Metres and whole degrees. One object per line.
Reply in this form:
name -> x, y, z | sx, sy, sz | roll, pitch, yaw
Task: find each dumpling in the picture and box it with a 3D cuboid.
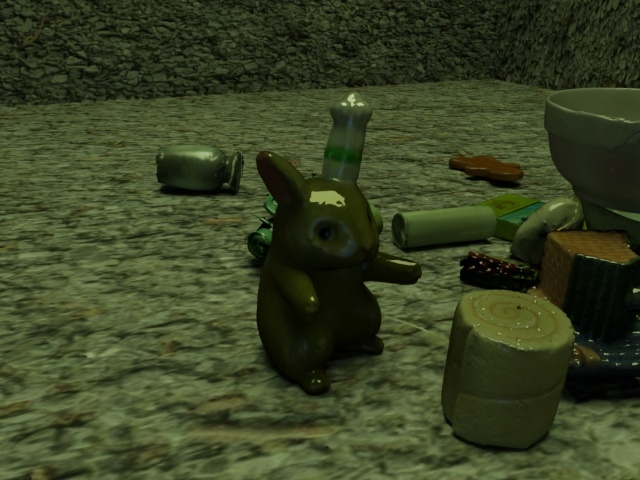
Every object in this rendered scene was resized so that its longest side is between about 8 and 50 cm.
dumpling -> 0.429, -0.023, 1.251 | 0.092, 0.177, 0.150 | 39, 61, 23

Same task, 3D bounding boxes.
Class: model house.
model house -> 0.365, 0.094, 0.885 | 0.166, 0.183, 0.172 | 1, 18, 1

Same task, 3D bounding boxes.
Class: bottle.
bottle -> 0.246, -0.029, 1.357 | 0.201, 0.072, 0.072 | -5, 22, -19

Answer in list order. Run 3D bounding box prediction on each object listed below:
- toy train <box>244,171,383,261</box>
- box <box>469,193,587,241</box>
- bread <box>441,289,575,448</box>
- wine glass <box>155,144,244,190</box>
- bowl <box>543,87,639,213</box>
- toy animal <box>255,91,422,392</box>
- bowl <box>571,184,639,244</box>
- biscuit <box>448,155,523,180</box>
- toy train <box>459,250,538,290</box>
toy train -> -0.008, -0.013, 1.277 | 0.189, 0.126, 0.307 | 42, 33, 11
box -> 0.480, -0.027, 1.406 | 0.187, 0.047, 0.335 | -18, 28, -41
bread -> 0.216, 0.147, 0.799 | 0.133, 0.141, 0.148 | 8, 23, 7
wine glass -> -0.293, -0.175, 1.650 | 0.204, 0.111, 0.111 | 6, 21, -2
bowl -> 0.464, -0.128, 0.985 | 0.286, 0.144, 0.287 | 1, 21, -1
toy animal -> 0.011, 0.015, 0.864 | 0.181, 0.363, 0.180 | -21, 44, -37
bowl -> 0.606, 0.023, 1.071 | 0.434, 0.196, 0.435 | 1, 21, 0
biscuit -> 0.459, -0.192, 1.854 | 0.165, 0.036, 0.250 | -6, 19, -18
toy train -> 0.356, 0.066, 1.148 | 0.249, 0.053, 0.085 | 15, 16, 32
